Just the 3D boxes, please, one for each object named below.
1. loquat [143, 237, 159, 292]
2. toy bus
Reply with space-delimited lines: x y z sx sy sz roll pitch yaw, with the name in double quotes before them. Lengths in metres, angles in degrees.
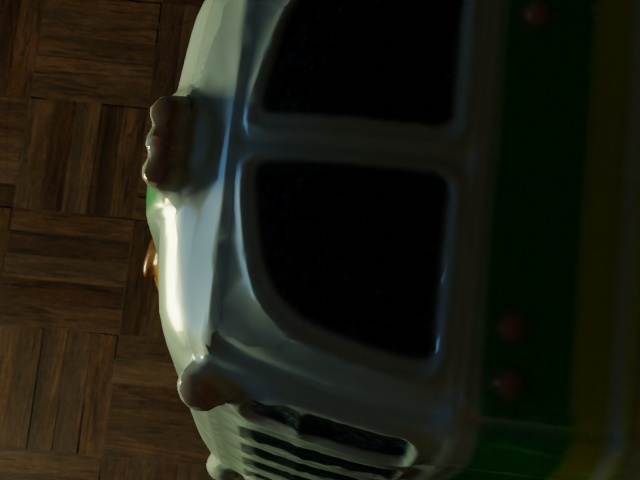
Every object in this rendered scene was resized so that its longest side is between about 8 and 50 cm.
"loquat" 0.000 0.000 1.170 0.238 0.238 0.193 -92 13 -84
"toy bus" 0.040 0.013 0.473 0.276 0.165 0.133 102 175 -77
